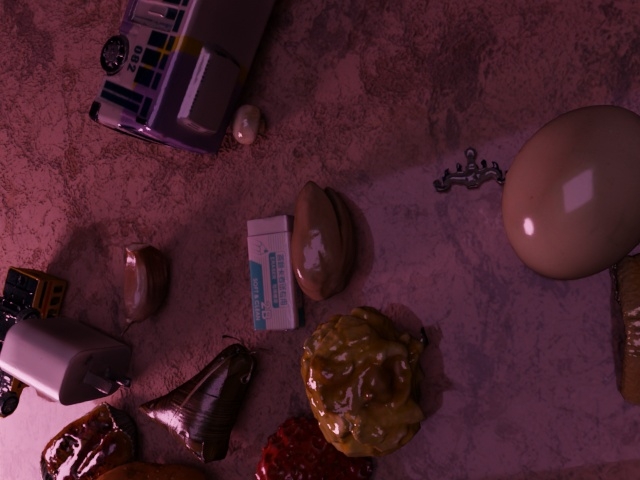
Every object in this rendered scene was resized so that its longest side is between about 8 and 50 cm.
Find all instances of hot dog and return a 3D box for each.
[{"bbox_3d":[-0.524,0.473,1.257,0.270,0.081,0.163,-36,72,17],"label":"hot dog"}]

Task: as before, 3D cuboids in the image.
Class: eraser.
[{"bbox_3d":[-0.089,0.067,1.126,0.095,0.052,0.225,-7,84,24],"label":"eraser"}]

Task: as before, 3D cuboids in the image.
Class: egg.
[{"bbox_3d":[0.391,-0.072,0.851,0.219,0.219,0.269,36,99,21],"label":"egg"}]

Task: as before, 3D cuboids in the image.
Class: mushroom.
[{"bbox_3d":[-0.148,-0.240,1.166,0.067,0.083,0.084,4,86,-20],"label":"mushroom"}]

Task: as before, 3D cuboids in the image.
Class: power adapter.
[{"bbox_3d":[-0.525,0.267,1.216,0.255,0.187,0.124,20,94,22],"label":"power adapter"}]

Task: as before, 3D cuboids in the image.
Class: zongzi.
[{"bbox_3d":[-0.256,0.289,1.154,0.240,0.111,0.248,21,89,29],"label":"zongzi"}]

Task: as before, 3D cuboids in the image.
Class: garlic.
[{"bbox_3d":[-0.387,0.104,1.204,0.090,0.128,0.199,10,87,7],"label":"garlic"}]

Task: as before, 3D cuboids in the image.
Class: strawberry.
[{"bbox_3d":[-0.029,0.440,1.010,0.233,0.178,0.234,1,93,20],"label":"strawberry"}]

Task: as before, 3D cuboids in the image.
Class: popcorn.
[{"bbox_3d":[0.084,0.236,0.956,0.225,0.249,0.250,-14,80,3],"label":"popcorn"}]

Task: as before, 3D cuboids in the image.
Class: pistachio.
[{"bbox_3d":[0.000,0.000,1.062,0.135,0.135,0.226,-8,77,22],"label":"pistachio"}]

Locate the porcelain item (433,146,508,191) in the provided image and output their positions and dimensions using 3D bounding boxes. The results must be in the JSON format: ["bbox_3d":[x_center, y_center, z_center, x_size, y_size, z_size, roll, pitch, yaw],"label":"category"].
[{"bbox_3d":[0.270,-0.131,1.011,0.136,0.021,0.075,-4,84,22],"label":"porcelain item"}]

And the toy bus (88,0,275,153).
[{"bbox_3d":[-0.263,-0.395,1.135,0.249,0.209,0.440,26,96,32],"label":"toy bus"}]

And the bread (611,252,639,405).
[{"bbox_3d":[0.525,0.131,0.826,0.174,0.133,0.252,1,87,24],"label":"bread"}]

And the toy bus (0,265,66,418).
[{"bbox_3d":[-0.711,0.236,1.329,0.121,0.123,0.336,16,92,21],"label":"toy bus"}]

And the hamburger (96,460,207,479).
[{"bbox_3d":[-0.335,0.512,1.151,0.261,0.131,0.124,2,121,17],"label":"hamburger"}]
